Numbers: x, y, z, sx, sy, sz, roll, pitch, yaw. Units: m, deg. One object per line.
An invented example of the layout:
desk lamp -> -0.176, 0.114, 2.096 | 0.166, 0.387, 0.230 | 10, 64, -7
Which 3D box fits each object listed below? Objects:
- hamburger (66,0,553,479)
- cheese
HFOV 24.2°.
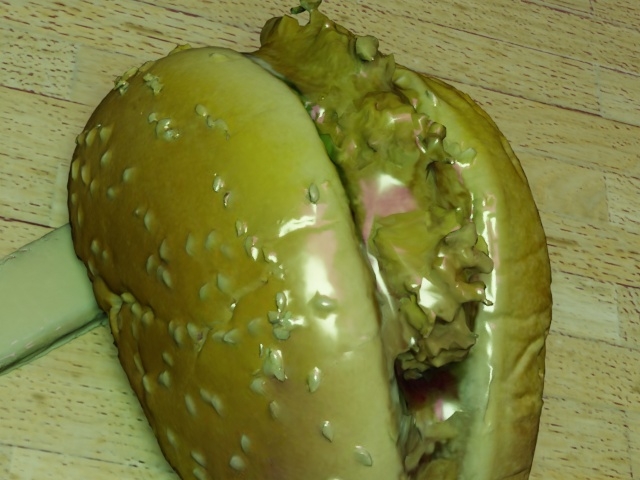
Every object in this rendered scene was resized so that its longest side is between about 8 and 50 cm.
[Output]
hamburger -> 0.000, 0.000, 1.062 | 0.268, 0.287, 0.445 | -7, 58, -34
cheese -> -0.305, 0.095, 1.048 | 0.400, 0.034, 0.085 | -30, 78, -33
